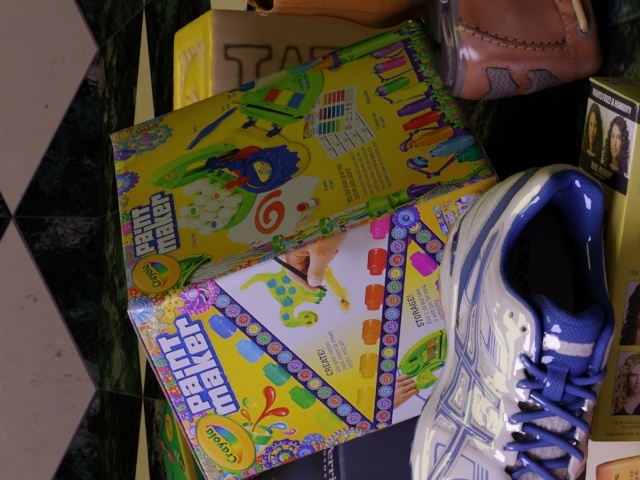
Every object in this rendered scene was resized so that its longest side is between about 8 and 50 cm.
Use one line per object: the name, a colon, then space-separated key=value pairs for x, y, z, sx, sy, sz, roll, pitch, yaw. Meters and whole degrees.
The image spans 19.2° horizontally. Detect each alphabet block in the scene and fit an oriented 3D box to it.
alphabet block: x=-0.035 y=-0.121 z=1.877 sx=0.192 sy=0.197 sz=0.193 roll=172 pitch=99 yaw=-74

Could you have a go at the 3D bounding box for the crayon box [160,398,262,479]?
crayon box: x=-0.071 y=0.276 z=2.054 sx=0.278 sy=0.165 sz=0.081 roll=-109 pitch=25 yaw=-52

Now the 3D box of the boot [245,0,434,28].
boot: x=0.011 y=-0.261 z=1.690 sx=0.295 sy=0.211 sz=0.104 roll=-123 pitch=37 yaw=-64

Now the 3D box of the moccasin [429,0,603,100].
moccasin: x=0.134 y=-0.293 z=1.420 sx=0.139 sy=0.147 sz=0.380 roll=90 pitch=170 yaw=-67

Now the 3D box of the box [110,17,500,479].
box: x=0.000 y=0.000 z=1.471 sx=0.290 sy=0.279 sz=0.177 roll=-105 pitch=-6 yaw=-59

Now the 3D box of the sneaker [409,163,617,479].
sneaker: x=0.128 y=0.091 z=1.197 sx=0.131 sy=0.112 sz=0.296 roll=136 pitch=137 yaw=-65

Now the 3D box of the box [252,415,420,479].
box: x=0.064 y=0.308 z=1.539 sx=0.294 sy=0.183 sz=0.296 roll=133 pitch=135 yaw=-66

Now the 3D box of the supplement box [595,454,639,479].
supplement box: x=0.240 y=0.154 z=1.095 sx=0.233 sy=0.080 sz=0.078 roll=145 pitch=124 yaw=-70

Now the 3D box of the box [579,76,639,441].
box: x=0.205 y=0.012 z=1.262 sx=0.087 sy=0.058 sz=0.232 roll=-131 pitch=44 yaw=-67
